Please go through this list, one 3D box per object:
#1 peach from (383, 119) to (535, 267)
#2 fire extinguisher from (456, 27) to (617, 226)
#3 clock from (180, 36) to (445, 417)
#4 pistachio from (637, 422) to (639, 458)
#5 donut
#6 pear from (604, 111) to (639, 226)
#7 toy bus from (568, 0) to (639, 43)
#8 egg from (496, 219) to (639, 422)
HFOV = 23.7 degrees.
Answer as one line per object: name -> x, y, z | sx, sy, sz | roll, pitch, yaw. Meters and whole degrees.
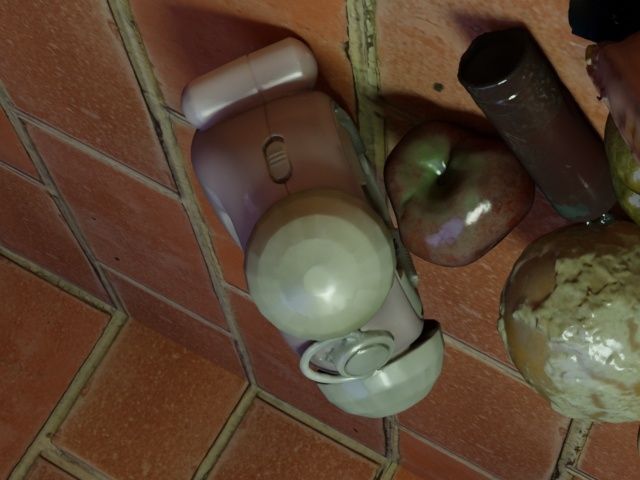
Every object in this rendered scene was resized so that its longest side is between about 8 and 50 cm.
peach -> 0.143, -0.051, 1.534 | 0.152, 0.152, 0.152 | 29, 163, 10
fire extinguisher -> 0.212, -0.091, 1.391 | 0.268, 0.072, 0.089 | 46, -167, -41
clock -> 0.000, 0.000, 1.589 | 0.342, 0.184, 0.326 | 49, -166, -55
pistachio -> 0.466, 0.236, 1.725 | 0.229, 0.157, 0.157 | 20, 167, -16
donut -> 0.254, -0.053, 1.005 | 0.233, 0.085, 0.199 | 48, -164, -48
pear -> 0.297, -0.065, 1.184 | 0.167, 0.136, 0.167 | 34, 164, 11
toy bus -> 0.207, -0.240, 0.922 | 0.093, 0.092, 0.409 | 25, 162, 15
egg -> 0.287, 0.082, 1.521 | 0.203, 0.203, 0.245 | 12, 166, 47
